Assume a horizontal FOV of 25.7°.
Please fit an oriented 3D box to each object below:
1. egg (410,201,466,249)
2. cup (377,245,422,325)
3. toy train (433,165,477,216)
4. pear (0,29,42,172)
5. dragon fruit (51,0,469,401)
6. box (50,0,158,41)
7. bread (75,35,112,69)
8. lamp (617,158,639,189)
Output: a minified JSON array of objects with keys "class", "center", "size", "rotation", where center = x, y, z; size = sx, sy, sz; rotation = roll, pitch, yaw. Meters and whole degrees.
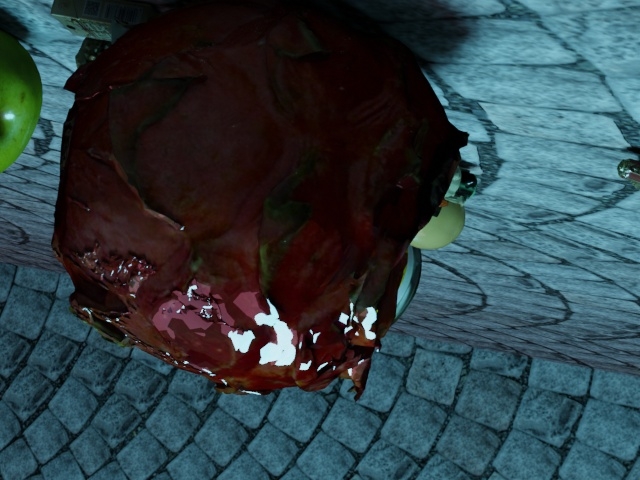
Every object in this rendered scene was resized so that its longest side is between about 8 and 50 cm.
[{"class":"egg","center":[0.108,-0.034,1.507],"size":[0.080,0.080,0.096],"rotation":[4,155,43]},{"class":"cup","center":[0.000,0.000,1.571],"size":[0.196,0.196,0.279],"rotation":[10,164,18]},{"class":"toy train","center":[0.047,-0.079,1.386],"size":[0.250,0.053,0.085],"rotation":[17,165,-28]},{"class":"pear","center":[-0.357,-0.143,1.275],"size":[0.216,0.166,0.180],"rotation":[33,-164,29]},{"class":"dragon fruit","center":[-0.048,-0.032,1.035],"size":[0.302,0.295,0.295],"rotation":[11,172,-14]},{"class":"box","center":[-0.171,-0.180,1.146],"size":[0.083,0.024,0.053],"rotation":[9,171,13]},{"class":"bread","center":[-0.149,-0.147,1.203],"size":[0.113,0.060,0.082],"rotation":[13,171,10]},{"class":"lamp","center":[0.302,-0.057,1.245],"size":[0.063,0.031,0.083],"rotation":[10,175,28]}]
